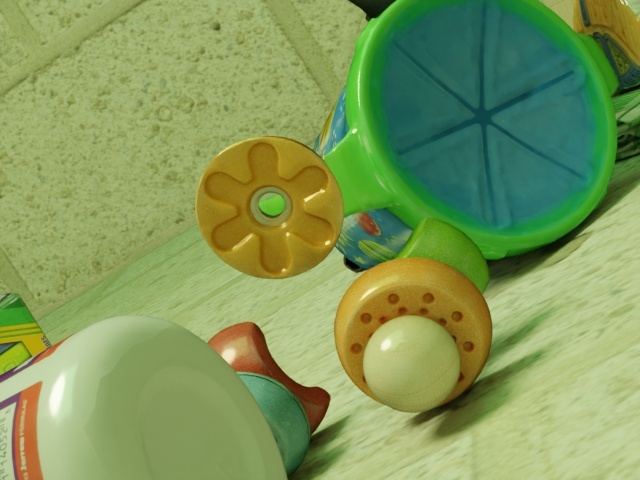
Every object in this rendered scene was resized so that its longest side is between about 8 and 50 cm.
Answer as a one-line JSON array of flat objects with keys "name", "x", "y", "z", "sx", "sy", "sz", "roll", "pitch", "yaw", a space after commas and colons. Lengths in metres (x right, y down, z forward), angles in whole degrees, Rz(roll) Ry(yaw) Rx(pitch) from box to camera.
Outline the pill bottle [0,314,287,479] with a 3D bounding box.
[{"name": "pill bottle", "x": -0.188, "y": 0.181, "z": 0.856, "sx": 0.323, "sy": 0.181, "sz": 0.181, "roll": -28, "pitch": 9, "yaw": 28}]

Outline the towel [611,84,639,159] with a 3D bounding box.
[{"name": "towel", "x": 0.283, "y": -0.123, "z": 1.464, "sx": 0.248, "sy": 0.038, "sz": 0.325, "roll": -36, "pitch": 7, "yaw": -29}]

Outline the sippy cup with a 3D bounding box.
[{"name": "sippy cup", "x": 0.098, "y": -0.073, "z": 1.255, "sx": 0.305, "sy": 0.240, "sz": 0.224, "roll": 11, "pitch": -21, "yaw": -18}]

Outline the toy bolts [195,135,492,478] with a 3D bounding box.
[{"name": "toy bolts", "x": -0.025, "y": 0.067, "z": 0.954, "sx": 0.228, "sy": 0.218, "sz": 0.158, "roll": -49, "pitch": 8, "yaw": 20}]

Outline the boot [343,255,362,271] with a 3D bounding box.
[{"name": "boot", "x": 0.080, "y": -0.051, "z": 1.600, "sx": 0.207, "sy": 0.090, "sz": 0.248, "roll": -54, "pitch": -8, "yaw": -20}]

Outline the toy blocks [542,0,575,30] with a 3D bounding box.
[{"name": "toy blocks", "x": 0.355, "y": -0.339, "z": 1.565, "sx": 0.191, "sy": 0.261, "sz": 0.381, "roll": -24, "pitch": 3, "yaw": -37}]

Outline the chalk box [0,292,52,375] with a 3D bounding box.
[{"name": "chalk box", "x": -0.420, "y": 0.210, "z": 1.612, "sx": 0.289, "sy": 0.179, "sz": 0.180, "roll": -36, "pitch": 9, "yaw": -19}]

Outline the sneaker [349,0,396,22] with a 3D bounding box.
[{"name": "sneaker", "x": 0.112, "y": -0.177, "z": 1.375, "sx": 0.139, "sy": 0.341, "sz": 0.125, "roll": -47, "pitch": 42, "yaw": 20}]

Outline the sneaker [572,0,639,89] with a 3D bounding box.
[{"name": "sneaker", "x": 0.340, "y": -0.212, "z": 1.359, "sx": 0.131, "sy": 0.112, "sz": 0.296, "roll": -15, "pitch": 4, "yaw": -15}]
